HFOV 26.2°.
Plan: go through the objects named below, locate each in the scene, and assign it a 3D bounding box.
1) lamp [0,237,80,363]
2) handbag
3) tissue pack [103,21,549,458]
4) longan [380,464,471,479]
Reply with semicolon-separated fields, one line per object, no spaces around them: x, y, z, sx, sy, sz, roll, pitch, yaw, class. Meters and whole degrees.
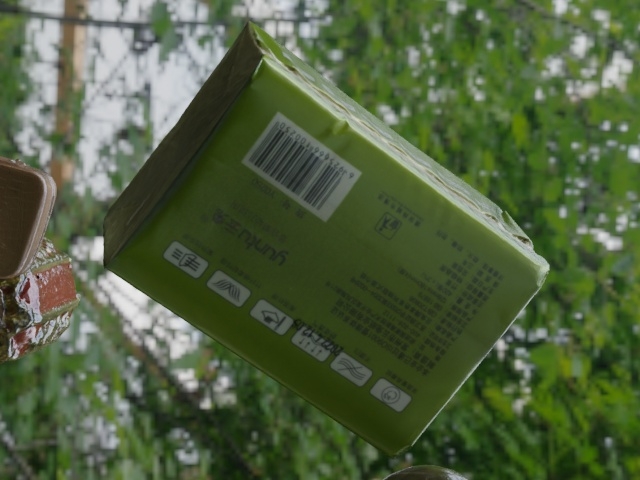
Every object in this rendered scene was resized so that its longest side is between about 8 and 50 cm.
-0.417;0.076;1.788;0.274;0.177;0.177;-21;113;-82;lamp
-0.410;-0.032;1.580;0.072;0.193;0.151;-115;-143;-87;handbag
0.000;0.000;1.064;0.200;0.274;0.167;-52;-162;10;tissue pack
0.110;0.356;1.584;0.185;0.204;0.159;55;-5;-33;longan
